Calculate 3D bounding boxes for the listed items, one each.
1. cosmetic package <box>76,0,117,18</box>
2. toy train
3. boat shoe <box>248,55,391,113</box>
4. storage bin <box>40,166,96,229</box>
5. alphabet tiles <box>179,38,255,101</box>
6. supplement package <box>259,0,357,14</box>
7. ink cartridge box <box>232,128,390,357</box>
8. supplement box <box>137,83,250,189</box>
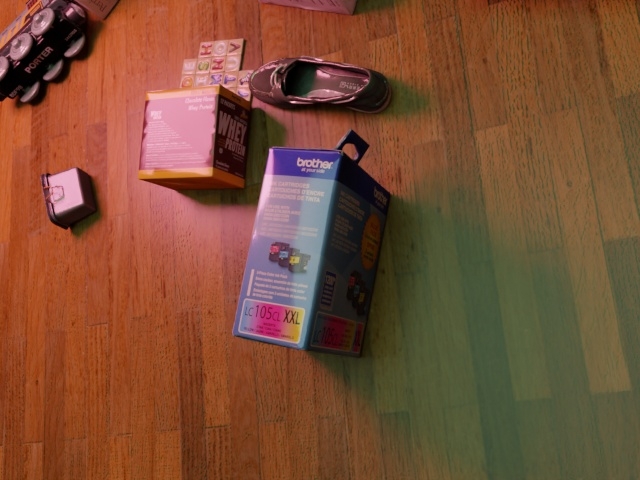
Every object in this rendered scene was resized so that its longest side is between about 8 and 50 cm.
[{"bbox_3d":[-0.505,-0.800,1.709,0.161,0.230,0.453,44,99,25],"label":"cosmetic package"},{"bbox_3d":[-0.737,-0.504,1.811,0.334,0.142,0.190,-39,53,14],"label":"toy train"},{"bbox_3d":[-0.018,-0.331,1.451,0.335,0.095,0.112,12,84,27],"label":"boat shoe"},{"bbox_3d":[-0.598,-0.110,1.680,0.091,0.098,0.135,-22,70,8],"label":"storage bin"},{"bbox_3d":[-0.240,-0.345,1.608,0.198,0.009,0.237,3,80,26],"label":"alphabet tiles"},{"bbox_3d":[-0.039,-0.583,1.496,0.244,0.134,0.139,17,86,27],"label":"supplement package"},{"bbox_3d":[0.000,0.000,1.272,0.151,0.270,0.395,6,81,24],"label":"ink cartridge box"},{"bbox_3d":[-0.268,-0.216,1.516,0.192,0.129,0.194,0,83,25],"label":"supplement box"}]
